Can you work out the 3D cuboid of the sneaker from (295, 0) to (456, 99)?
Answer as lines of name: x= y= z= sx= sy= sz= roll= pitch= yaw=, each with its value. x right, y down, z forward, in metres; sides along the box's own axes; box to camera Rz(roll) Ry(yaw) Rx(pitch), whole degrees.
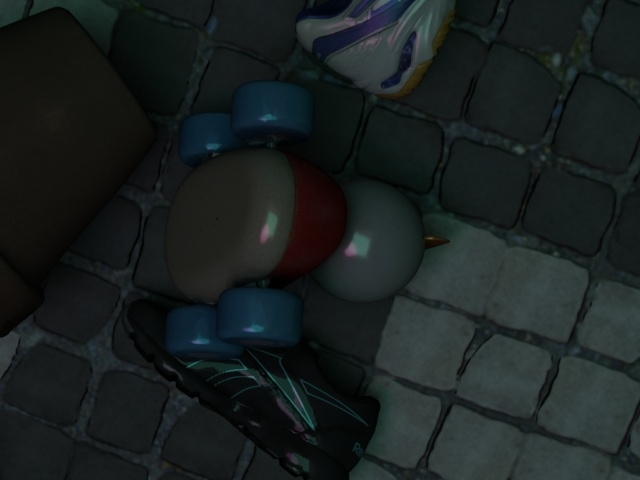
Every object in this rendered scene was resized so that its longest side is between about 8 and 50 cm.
sneaker: x=0.082 y=-0.272 z=1.189 sx=0.131 sy=0.112 sz=0.296 roll=25 pitch=101 yaw=-11

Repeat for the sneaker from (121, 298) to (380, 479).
sneaker: x=-0.066 y=0.128 z=1.310 sx=0.267 sy=0.101 sz=0.106 roll=36 pitch=80 yaw=0

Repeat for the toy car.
toy car: x=0.000 y=0.000 z=1.242 sx=0.238 sy=0.210 sz=0.219 roll=10 pitch=75 yaw=-28

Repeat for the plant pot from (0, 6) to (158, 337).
plant pot: x=-0.275 y=-0.081 z=1.223 sx=0.229 sy=0.263 sz=0.263 roll=-37 pitch=94 yaw=-6
